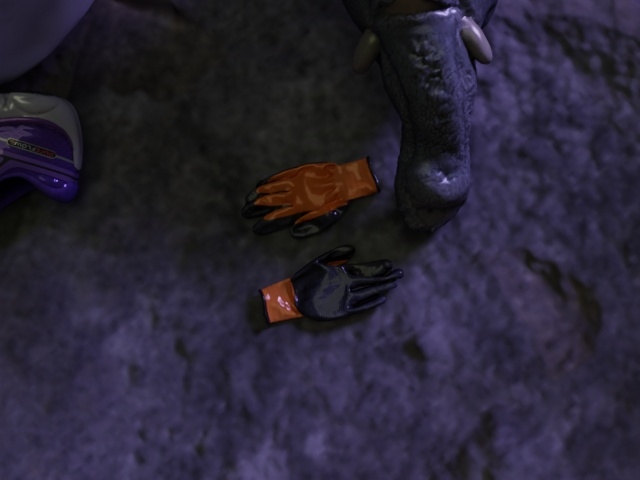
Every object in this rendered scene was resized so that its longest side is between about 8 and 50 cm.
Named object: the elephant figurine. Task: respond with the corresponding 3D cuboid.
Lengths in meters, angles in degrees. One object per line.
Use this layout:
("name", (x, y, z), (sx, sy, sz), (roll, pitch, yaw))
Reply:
("elephant figurine", (0.045, -0.162, 0.531), (0.186, 0.239, 0.169), (-41, 56, -20))

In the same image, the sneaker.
("sneaker", (-0.206, -0.032, 0.567), (0.170, 0.068, 0.071), (-9, 87, 6))

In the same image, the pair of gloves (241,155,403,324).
("pair of gloves", (0.000, 0.000, 0.564), (0.074, 0.010, 0.083), (-14, 77, 2))

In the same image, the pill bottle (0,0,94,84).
("pill bottle", (-0.259, -0.217, 0.559), (0.302, 0.169, 0.169), (31, 82, 12))
